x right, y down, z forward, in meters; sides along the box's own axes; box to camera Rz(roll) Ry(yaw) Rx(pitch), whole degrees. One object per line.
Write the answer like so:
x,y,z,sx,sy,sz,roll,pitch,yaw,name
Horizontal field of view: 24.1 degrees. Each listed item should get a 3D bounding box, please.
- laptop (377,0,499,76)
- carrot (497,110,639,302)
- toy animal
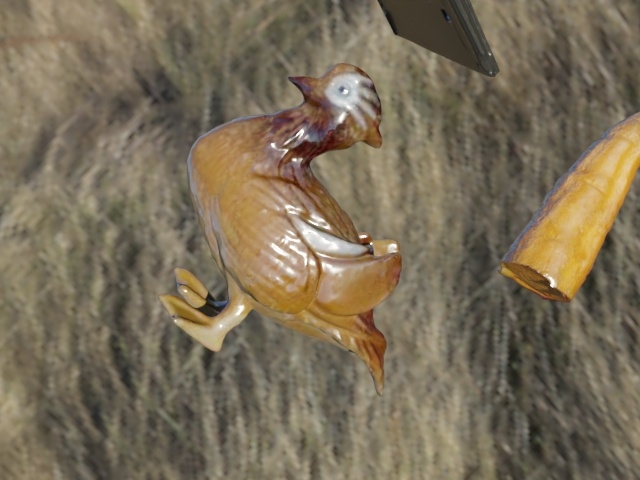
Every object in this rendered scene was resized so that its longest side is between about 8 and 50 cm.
0.034,-0.190,0.903,0.016,0.197,0.135,-35,30,-11,laptop
0.237,-0.037,1.305,0.205,0.072,0.072,-53,29,-18,carrot
0.000,0.000,0.892,0.179,0.188,0.089,-44,9,10,toy animal
